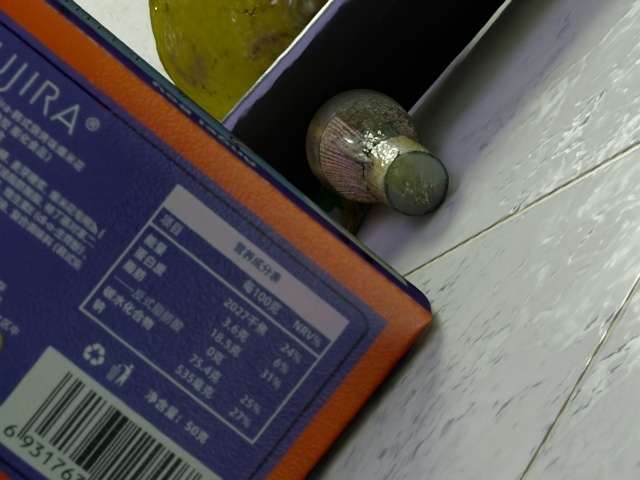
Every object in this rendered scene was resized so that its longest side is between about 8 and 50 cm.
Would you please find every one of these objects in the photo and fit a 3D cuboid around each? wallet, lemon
[{"bbox_3d":[0.039,-0.149,1.566,0.406,0.062,0.228,-49,-18,5],"label":"wallet"},{"bbox_3d":[-0.031,-0.217,1.827,0.258,0.258,0.310,-50,10,7],"label":"lemon"}]

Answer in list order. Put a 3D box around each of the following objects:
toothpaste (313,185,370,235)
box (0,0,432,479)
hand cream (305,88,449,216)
[{"bbox_3d":[0.000,0.000,1.520,0.043,0.037,0.178,-39,15,41],"label":"toothpaste"},{"bbox_3d":[-0.155,0.015,1.222,0.257,0.348,0.318,-51,7,-2],"label":"box"},{"bbox_3d":[0.046,-0.053,1.408,0.084,0.084,0.203,-51,16,3],"label":"hand cream"}]
